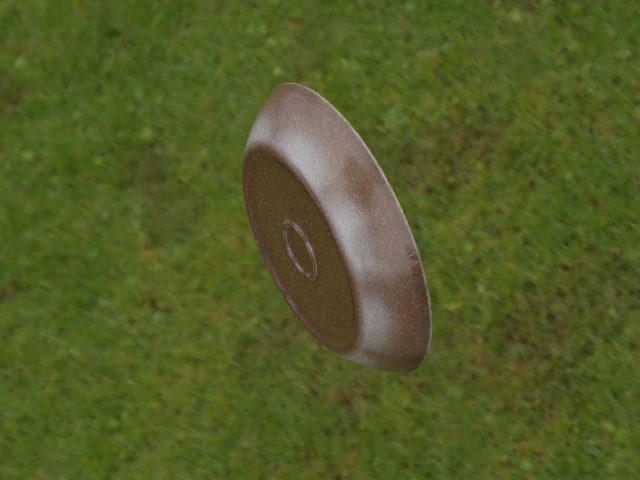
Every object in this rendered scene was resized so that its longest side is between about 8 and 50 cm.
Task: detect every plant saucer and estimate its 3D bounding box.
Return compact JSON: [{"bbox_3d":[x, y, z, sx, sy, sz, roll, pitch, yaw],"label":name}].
[{"bbox_3d":[0.000,0.000,0.944,0.036,0.198,0.198,-26,41,-20],"label":"plant saucer"}]
